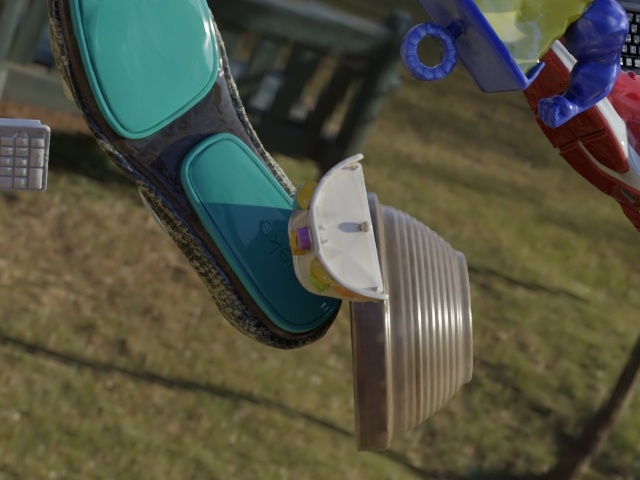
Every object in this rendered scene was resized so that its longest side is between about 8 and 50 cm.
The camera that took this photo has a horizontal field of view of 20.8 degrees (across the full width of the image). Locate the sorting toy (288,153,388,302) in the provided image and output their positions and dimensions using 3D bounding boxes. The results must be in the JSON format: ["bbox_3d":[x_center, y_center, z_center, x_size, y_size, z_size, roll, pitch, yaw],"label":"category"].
[{"bbox_3d":[0.000,0.000,0.999,0.044,0.083,0.075,-8,-6,-21],"label":"sorting toy"}]

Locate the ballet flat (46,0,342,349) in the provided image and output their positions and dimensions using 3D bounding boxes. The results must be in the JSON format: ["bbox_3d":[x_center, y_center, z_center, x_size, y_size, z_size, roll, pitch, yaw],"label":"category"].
[{"bbox_3d":[-0.146,-0.104,1.648,0.164,0.483,0.182,-37,19,-26],"label":"ballet flat"}]

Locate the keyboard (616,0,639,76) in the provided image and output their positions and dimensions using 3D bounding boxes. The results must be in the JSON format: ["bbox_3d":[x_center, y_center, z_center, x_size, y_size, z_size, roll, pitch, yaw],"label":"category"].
[{"bbox_3d":[0.252,-0.164,1.505,0.180,0.108,0.023,4,-1,-27],"label":"keyboard"}]

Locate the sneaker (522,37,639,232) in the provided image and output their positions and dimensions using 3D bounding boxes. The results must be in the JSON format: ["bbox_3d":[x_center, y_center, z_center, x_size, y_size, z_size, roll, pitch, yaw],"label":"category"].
[{"bbox_3d":[0.249,-0.091,1.279,0.221,0.128,0.087,51,-18,-8],"label":"sneaker"}]

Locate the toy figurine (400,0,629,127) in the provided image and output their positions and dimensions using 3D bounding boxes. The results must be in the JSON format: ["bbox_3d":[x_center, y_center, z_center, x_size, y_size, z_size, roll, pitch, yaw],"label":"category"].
[{"bbox_3d":[0.127,-0.195,1.099,0.362,0.217,0.191,52,-5,-17],"label":"toy figurine"}]

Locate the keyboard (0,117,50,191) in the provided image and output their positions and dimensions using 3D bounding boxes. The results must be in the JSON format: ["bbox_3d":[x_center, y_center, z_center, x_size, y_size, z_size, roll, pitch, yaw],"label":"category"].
[{"bbox_3d":[-0.330,-0.067,1.289,0.256,0.072,0.014,3,44,-10],"label":"keyboard"}]

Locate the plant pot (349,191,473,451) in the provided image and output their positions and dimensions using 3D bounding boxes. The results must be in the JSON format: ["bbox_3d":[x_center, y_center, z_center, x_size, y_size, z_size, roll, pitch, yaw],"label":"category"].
[{"bbox_3d":[0.080,0.071,1.589,0.109,0.237,0.237,-3,22,0],"label":"plant pot"}]
